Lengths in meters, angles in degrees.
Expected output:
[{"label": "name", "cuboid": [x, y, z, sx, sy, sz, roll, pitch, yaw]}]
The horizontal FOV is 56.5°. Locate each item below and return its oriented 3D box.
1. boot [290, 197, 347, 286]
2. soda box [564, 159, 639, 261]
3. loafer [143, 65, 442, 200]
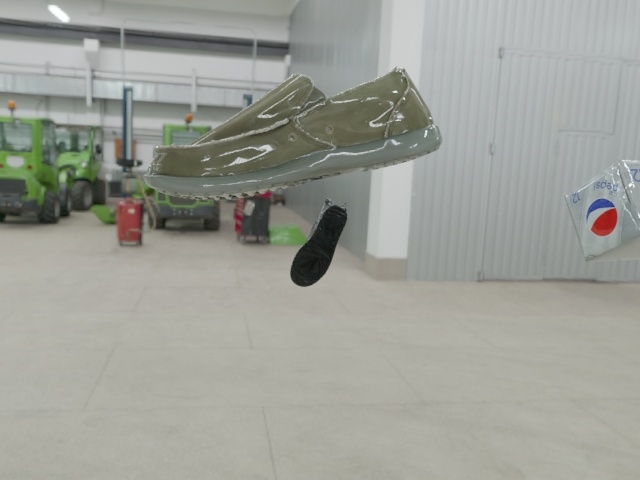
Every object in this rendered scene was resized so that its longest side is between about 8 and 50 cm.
[{"label": "boot", "cuboid": [-0.001, 0.000, 0.785, 0.045, 0.121, 0.099, 27, 3, -4]}, {"label": "soda box", "cuboid": [0.450, -0.035, 0.717, 0.286, 0.091, 0.098, -1, -21, -19]}, {"label": "loafer", "cuboid": [-0.026, -0.090, 0.505, 0.250, 0.088, 0.094, -12, 3, -7]}]
